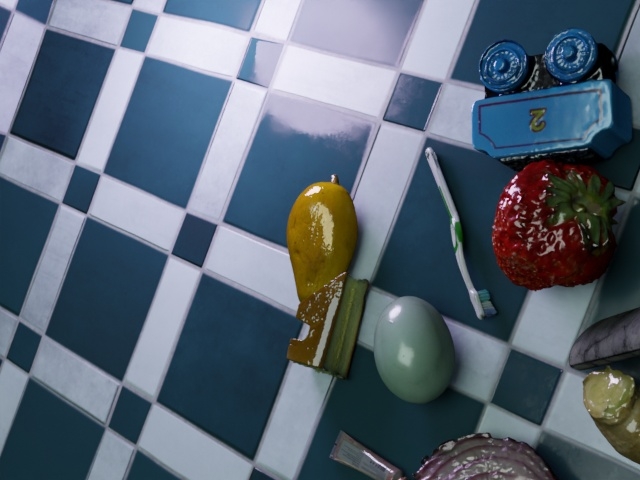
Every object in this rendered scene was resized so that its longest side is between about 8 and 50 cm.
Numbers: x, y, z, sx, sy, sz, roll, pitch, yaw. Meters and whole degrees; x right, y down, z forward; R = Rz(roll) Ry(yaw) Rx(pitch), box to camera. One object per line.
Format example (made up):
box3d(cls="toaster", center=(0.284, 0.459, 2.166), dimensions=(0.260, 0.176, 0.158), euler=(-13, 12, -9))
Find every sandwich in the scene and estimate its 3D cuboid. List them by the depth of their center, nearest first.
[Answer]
box3d(cls="sandwich", center=(0.020, 0.186, 2.144), dimensions=(0.128, 0.122, 0.235), euler=(13, 84, 33))

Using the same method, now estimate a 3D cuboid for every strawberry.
box3d(cls="strawberry", center=(0.438, -0.015, 1.835), dimensions=(0.277, 0.257, 0.257), euler=(124, 134, -55))

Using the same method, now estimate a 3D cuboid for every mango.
box3d(cls="mango", center=(0.000, 0.000, 2.199), dimensions=(0.177, 0.119, 0.316), euler=(5, 86, 29))

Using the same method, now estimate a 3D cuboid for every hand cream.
box3d(cls="hand cream", center=(0.105, 0.489, 2.066), dimensions=(0.210, 0.043, 0.067), euler=(23, 91, 42))

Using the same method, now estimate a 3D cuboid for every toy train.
box3d(cls="toy train", center=(0.456, -0.272, 1.904), dimensions=(0.300, 0.188, 0.264), euler=(-5, 81, 33))

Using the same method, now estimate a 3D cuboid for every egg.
box3d(cls="egg", center=(0.195, 0.227, 1.978), dimensions=(0.168, 0.168, 0.230), euler=(-22, 63, 29))

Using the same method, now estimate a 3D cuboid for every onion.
box3d(cls="onion", center=(0.334, 0.523, 1.841), dimensions=(0.315, 0.146, 0.280), euler=(-15, 49, 16))

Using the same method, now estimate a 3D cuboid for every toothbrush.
box3d(cls="toothbrush", center=(0.291, -0.022, 2.045), dimensions=(0.040, 0.042, 0.417), euler=(-13, 67, -10))

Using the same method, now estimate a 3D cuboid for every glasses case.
box3d(cls="glasses case", center=(0.544, 0.172, 1.681), dimensions=(0.060, 0.299, 0.114), euler=(43, 72, 2))

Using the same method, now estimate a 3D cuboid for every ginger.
box3d(cls="ginger", center=(0.591, 0.331, 1.700), dimensions=(0.267, 0.152, 0.138), euler=(24, 67, 18))
